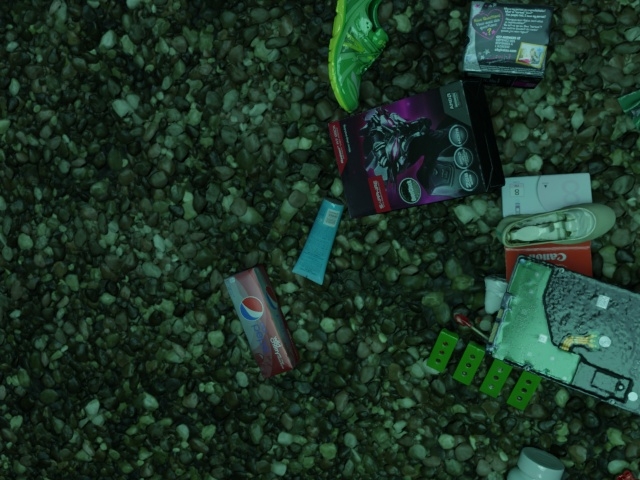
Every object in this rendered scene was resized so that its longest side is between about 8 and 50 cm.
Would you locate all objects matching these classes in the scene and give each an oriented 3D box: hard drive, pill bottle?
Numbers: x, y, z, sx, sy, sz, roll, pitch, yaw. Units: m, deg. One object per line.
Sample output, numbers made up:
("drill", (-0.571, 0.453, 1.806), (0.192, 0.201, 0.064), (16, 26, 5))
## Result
("hard drive", (0.540, 0.190, 1.520), (0.339, 0.064, 0.237), (19, 94, 21))
("pill bottle", (0.475, 0.599, 1.680), (0.121, 0.121, 0.221), (19, 101, 10))

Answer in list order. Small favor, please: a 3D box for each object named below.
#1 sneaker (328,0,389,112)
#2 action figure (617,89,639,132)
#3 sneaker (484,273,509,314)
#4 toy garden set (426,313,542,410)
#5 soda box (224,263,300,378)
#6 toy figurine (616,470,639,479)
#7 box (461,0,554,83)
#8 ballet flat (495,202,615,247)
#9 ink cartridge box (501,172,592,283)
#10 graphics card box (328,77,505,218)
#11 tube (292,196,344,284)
("sneaker", (0.088, -0.436, 1.643), (0.123, 0.109, 0.296), (8, 98, 15))
("action figure", (0.768, -0.312, 1.535), (0.232, 0.063, 0.137), (-34, 86, 11))
("sneaker", (0.481, 0.148, 1.649), (0.232, 0.090, 0.115), (11, 106, 20))
("toy garden set", (0.393, 0.252, 1.675), (0.244, 0.049, 0.204), (24, 122, 12))
("soda box", (-0.139, 0.195, 1.781), (0.083, 0.092, 0.263), (-22, 92, 13))
("toy figurine", (0.699, 0.643, 1.557), (0.362, 0.217, 0.191), (-40, 110, 13))
("box", (0.380, -0.401, 1.511), (0.163, 0.247, 0.142), (8, 97, 11))
("ballet flat", (0.497, -0.027, 1.540), (0.248, 0.086, 0.086), (-10, 95, 13))
("ink cartridge box", (0.496, -0.027, 1.597), (0.189, 0.066, 0.232), (-2, 73, 13))
("graphics card box", (0.197, -0.189, 1.576), (0.371, 0.094, 0.233), (-9, 95, 42))
("tube", (0.000, 0.000, 1.751), (0.080, 0.052, 0.207), (24, 107, 14))
